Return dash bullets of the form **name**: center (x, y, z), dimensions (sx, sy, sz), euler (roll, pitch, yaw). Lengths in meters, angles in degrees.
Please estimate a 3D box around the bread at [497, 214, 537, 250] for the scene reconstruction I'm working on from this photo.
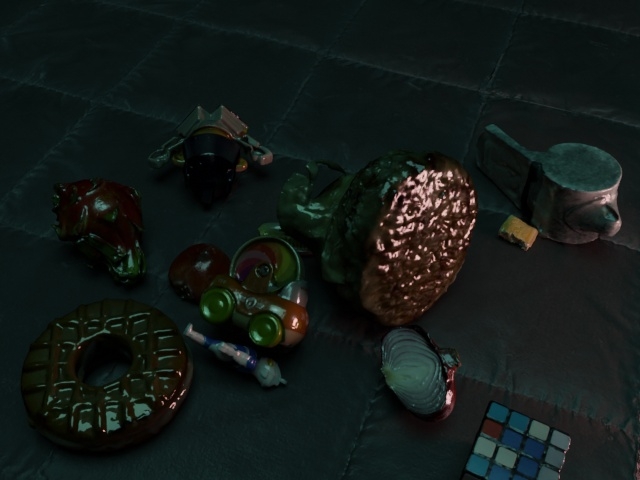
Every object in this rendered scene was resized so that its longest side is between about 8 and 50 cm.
- **bread**: center (0.473, -0.020, 1.793), dimensions (0.083, 0.035, 0.070), euler (29, 52, 15)

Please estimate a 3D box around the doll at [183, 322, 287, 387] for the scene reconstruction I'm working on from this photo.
- **doll**: center (-0.166, 0.228, 1.492), dimensions (0.227, 0.114, 0.057), euler (32, 74, -7)

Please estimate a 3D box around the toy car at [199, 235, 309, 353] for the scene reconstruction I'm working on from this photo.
- **toy car**: center (-0.112, 0.100, 1.524), dimensions (0.235, 0.145, 0.235), euler (-3, 75, 12)

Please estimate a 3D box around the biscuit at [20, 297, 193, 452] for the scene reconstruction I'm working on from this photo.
- **biscuit**: center (-0.411, 0.254, 1.457), dimensions (0.331, 0.103, 0.332), euler (1, 46, -1)

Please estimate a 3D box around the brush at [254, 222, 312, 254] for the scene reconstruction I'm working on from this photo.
- **brush**: center (0.000, 0.000, 1.740), dimensions (0.312, 0.067, 0.072), euler (7, 46, 2)

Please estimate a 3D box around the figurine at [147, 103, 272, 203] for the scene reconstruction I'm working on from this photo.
- **figurine**: center (-0.280, -0.222, 1.886), dimensions (0.308, 0.143, 0.309), euler (-13, 39, 11)

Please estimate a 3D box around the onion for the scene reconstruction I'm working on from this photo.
- **onion**: center (0.207, 0.261, 1.470), dimensions (0.151, 0.098, 0.206), euler (-24, 54, 10)

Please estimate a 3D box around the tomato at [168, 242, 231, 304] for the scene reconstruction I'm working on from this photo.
- **tomato**: center (-0.263, 0.061, 1.653), dimensions (0.159, 0.091, 0.139), euler (29, 51, 26)

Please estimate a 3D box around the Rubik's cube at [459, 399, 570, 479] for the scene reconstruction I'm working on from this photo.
- **Rubik's cube**: center (0.327, 0.404, 1.306), dimensions (0.151, 0.155, 0.154), euler (23, 50, 16)

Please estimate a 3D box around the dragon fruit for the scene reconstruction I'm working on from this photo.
- **dragon fruit**: center (-0.496, -0.022, 1.674), dimensions (0.200, 0.198, 0.269), euler (-2, 60, -19)

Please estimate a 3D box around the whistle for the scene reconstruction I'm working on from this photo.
- **whistle**: center (0.540, -0.136, 1.817), dimensions (0.404, 0.168, 0.188), euler (22, 49, 24)

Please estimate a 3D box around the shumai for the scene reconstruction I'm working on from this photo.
- **shumai**: center (0.113, -0.041, 1.601), dimensions (0.395, 0.395, 0.348), euler (-29, 39, -26)
